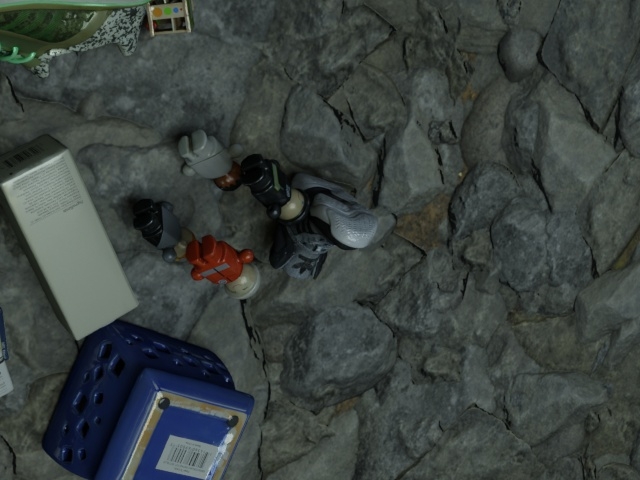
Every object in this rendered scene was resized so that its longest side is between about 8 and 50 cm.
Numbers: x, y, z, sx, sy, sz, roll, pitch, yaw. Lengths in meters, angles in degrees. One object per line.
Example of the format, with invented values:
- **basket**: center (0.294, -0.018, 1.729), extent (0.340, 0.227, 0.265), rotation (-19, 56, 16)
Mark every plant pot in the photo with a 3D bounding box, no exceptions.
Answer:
- **plant pot**: center (-0.251, 0.280, 1.833), extent (0.236, 0.212, 0.236), rotation (22, 94, -36)

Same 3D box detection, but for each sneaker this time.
- **sneaker**: center (-0.398, -0.283, 1.583), extent (0.410, 0.158, 0.182), rotation (-10, 130, -24)
- **sneaker**: center (0.000, 0.000, 1.860), extent (0.101, 0.268, 0.153), rotation (17, 103, -21)

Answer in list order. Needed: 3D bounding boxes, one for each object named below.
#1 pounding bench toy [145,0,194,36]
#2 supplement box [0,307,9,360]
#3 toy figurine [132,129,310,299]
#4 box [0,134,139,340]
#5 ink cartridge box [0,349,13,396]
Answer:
- **pounding bench toy**: center (-0.217, -0.328, 1.729), extent (0.065, 0.083, 0.052), rotation (-5, 111, 3)
- **supplement box**: center (-0.496, 0.134, 1.716), extent (0.083, 0.056, 0.083), rotation (-14, 115, -28)
- **toy figurine**: center (-0.146, -0.039, 1.785), extent (0.213, 0.209, 0.148), rotation (-59, 143, -8)
- **box**: center (-0.368, -0.004, 1.724), extent (0.113, 0.094, 0.275), rotation (-29, 121, -20)
- **ink cartridge box**: center (-0.500, 0.155, 1.578), extent (0.148, 0.086, 0.203), rotation (-28, 153, -19)
